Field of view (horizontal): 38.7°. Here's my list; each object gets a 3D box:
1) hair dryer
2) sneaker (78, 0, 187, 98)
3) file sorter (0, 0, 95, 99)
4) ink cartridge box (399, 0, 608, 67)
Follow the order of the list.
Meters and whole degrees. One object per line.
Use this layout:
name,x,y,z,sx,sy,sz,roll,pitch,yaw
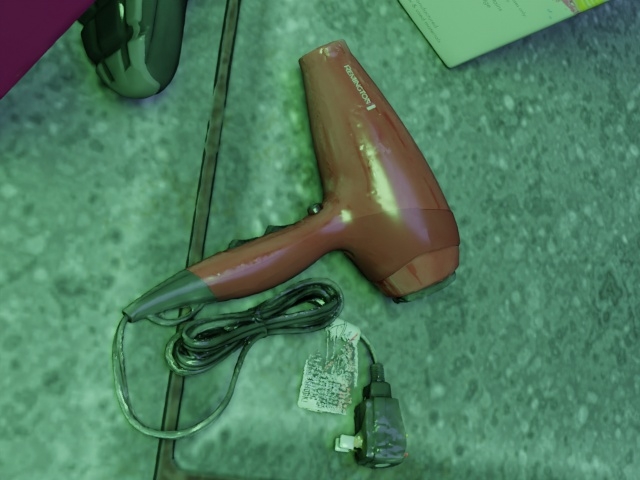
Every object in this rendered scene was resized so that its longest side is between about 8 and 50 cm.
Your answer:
hair dryer,0.000,0.000,0.610,0.224,0.080,0.293,21,70,-31
sneaker,-0.085,-0.214,0.575,0.106,0.101,0.267,11,75,-37
file sorter,-0.216,-0.164,0.354,0.202,0.291,0.182,4,76,-36
ink cartridge box,0.229,-0.272,0.655,0.119,0.353,0.207,52,56,-17
